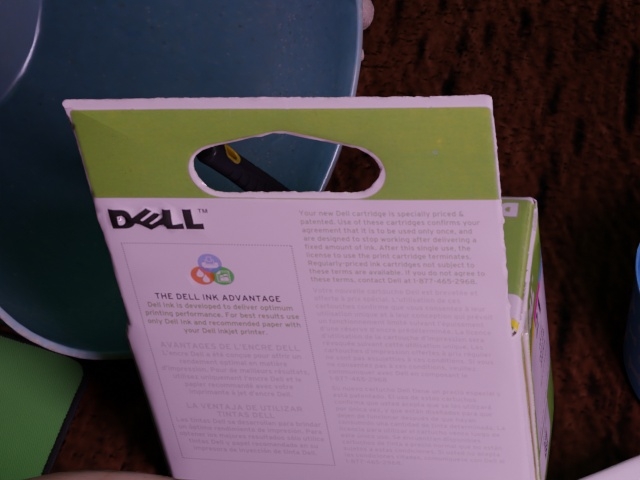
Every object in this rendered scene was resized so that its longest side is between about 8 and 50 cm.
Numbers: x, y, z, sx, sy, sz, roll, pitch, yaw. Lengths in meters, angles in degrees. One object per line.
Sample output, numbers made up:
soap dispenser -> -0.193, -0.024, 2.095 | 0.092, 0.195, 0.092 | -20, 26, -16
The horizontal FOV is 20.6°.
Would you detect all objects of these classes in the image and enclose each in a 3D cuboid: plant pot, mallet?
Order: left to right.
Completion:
plant pot -> -0.145, -0.104, 0.936 | 0.195, 0.290, 0.290 | 20, 38, 38
mallet -> 0.000, 0.000, 0.951 | 0.190, 0.039, 0.062 | 28, 42, -48

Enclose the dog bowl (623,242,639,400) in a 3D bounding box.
dog bowl -> 0.286, 0.102, 0.979 | 0.166, 0.074, 0.297 | -19, 54, -32

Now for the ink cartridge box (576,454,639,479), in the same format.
ink cartridge box -> 0.134, 0.231, 0.814 | 0.275, 0.060, 0.239 | -16, 53, -30

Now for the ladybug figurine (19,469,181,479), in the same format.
ladybug figurine -> -0.104, 0.264, 0.598 | 0.305, 0.162, 0.449 | 45, 36, -8

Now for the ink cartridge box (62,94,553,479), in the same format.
ink cartridge box -> 0.007, 0.009, 0.822 | 0.189, 0.255, 0.097 | 1, 42, 13

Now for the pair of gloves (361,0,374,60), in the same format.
pair of gloves -> -0.057, -0.221, 1.110 | 0.042, 0.204, 0.240 | -43, 58, -4

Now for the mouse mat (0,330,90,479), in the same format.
mouse mat -> -0.211, 0.105, 0.872 | 0.153, 0.007, 0.189 | 17, 45, 0
